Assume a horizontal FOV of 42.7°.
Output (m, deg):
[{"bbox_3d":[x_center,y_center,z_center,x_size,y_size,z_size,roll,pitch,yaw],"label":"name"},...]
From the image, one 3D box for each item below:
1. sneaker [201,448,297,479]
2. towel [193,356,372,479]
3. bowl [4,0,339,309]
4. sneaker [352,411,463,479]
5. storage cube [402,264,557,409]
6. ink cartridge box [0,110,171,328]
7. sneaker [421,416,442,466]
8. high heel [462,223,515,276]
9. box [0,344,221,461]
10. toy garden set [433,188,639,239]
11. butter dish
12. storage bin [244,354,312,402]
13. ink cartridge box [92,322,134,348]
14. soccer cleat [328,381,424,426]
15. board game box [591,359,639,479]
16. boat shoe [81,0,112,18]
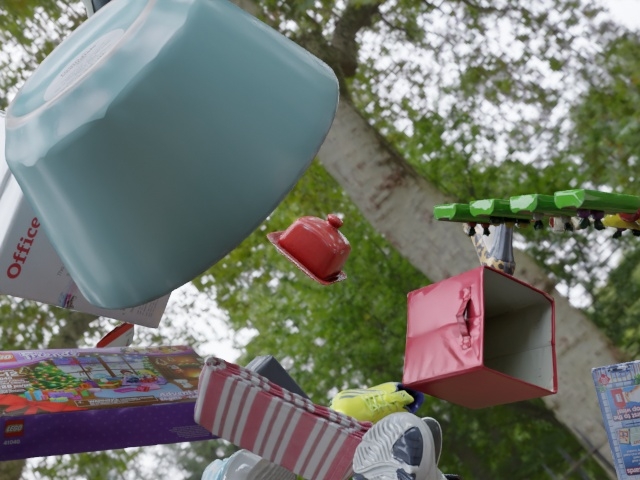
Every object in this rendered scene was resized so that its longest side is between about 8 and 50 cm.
[{"bbox_3d":[-0.116,0.365,1.160,0.366,0.150,0.135,79,-149,-59],"label":"sneaker"},{"bbox_3d":[-0.047,0.204,0.908,0.144,0.197,0.029,111,-174,-49],"label":"towel"},{"bbox_3d":[-0.153,-0.110,0.725,0.311,0.311,0.163,-41,-59,0],"label":"bowl"},{"bbox_3d":[0.119,0.246,0.798,0.153,0.094,0.235,-16,-63,-27],"label":"sneaker"},{"bbox_3d":[0.276,0.176,1.438,0.215,0.183,0.193,22,-30,-30],"label":"storage cube"},{"bbox_3d":[-0.329,-0.028,1.057,0.270,0.197,0.198,25,-94,-52],"label":"ink cartridge box"},{"bbox_3d":[0.189,0.460,1.669,0.296,0.104,0.147,-48,-11,-38],"label":"sneaker"},{"bbox_3d":[0.377,0.033,1.887,0.093,0.186,0.261,7,-7,-8],"label":"high heel"},{"bbox_3d":[-0.267,0.191,1.019,0.293,0.201,0.057,2,-78,-32],"label":"box"},{"bbox_3d":[0.308,-0.024,1.080,0.204,0.049,0.244,4,-5,-35],"label":"toy garden set"},{"bbox_3d":[0.000,0.000,1.619,0.118,0.160,0.160,-53,-13,14],"label":"butter dish"},{"bbox_3d":[-0.078,0.241,1.242,0.091,0.135,0.098,-47,15,-29],"label":"storage bin"},{"bbox_3d":[-0.444,0.226,1.766,0.179,0.045,0.145,-41,0,27],"label":"ink cartridge box"},{"bbox_3d":[0.113,0.321,1.597,0.121,0.093,0.289,-23,-13,25],"label":"soccer cleat"},{"bbox_3d":[0.355,0.237,0.842,0.060,0.194,0.194,-18,-27,33],"label":"board game box"},{"bbox_3d":[-0.301,-0.320,1.302,0.099,0.319,0.116,-16,4,7],"label":"boat shoe"}]
